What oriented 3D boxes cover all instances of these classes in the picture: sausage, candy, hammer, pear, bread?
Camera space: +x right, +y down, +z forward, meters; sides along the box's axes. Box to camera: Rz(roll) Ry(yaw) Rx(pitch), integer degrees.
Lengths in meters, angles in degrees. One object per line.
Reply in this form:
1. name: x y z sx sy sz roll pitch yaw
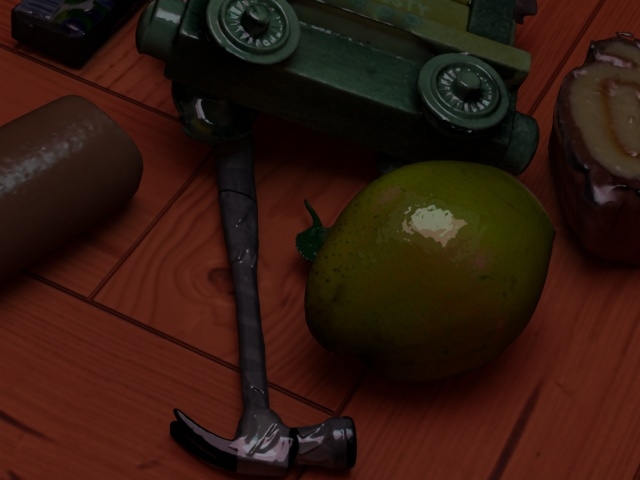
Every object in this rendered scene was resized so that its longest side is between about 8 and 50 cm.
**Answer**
1. sausage: -0.277 -0.040 1.421 0.123 0.123 0.253 37 53 25
2. candy: -0.215 -0.300 1.717 0.088 0.061 0.312 23 49 13
3. hammer: -0.060 0.036 1.435 0.152 0.044 0.427 1 45 -6
4. pear: 0.089 0.032 1.368 0.220 0.187 0.187 -38 61 -26
5. bread: 0.310 -0.086 1.539 0.190 0.123 0.244 1 47 -9

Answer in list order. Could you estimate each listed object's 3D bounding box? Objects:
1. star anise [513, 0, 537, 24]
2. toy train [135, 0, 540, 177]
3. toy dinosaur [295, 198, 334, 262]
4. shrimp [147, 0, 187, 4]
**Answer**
1. star anise: 0.121 -0.306 1.676 0.229 0.236 0.093 28 90 26
2. toy train: 0.030 -0.193 1.528 0.397 0.160 0.253 18 54 -8
3. toy dinosaur: 0.000 0.000 1.466 0.060 0.029 0.119 4 48 -33
4. shrimp: -0.083 -0.310 1.707 0.145 0.116 0.343 30 49 1
